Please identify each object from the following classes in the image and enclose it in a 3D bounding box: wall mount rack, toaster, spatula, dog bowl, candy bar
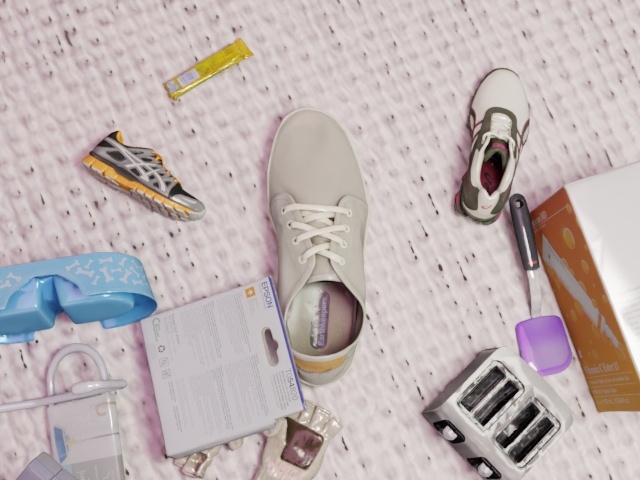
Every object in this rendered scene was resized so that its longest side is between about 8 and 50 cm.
[{"bbox_3d":[-0.414,0.333,1.362,0.304,0.130,0.350,-15,78,19],"label":"wall mount rack"},{"bbox_3d":[0.279,0.266,1.426,0.185,0.110,0.168,-43,85,-10],"label":"toaster"},{"bbox_3d":[0.344,0.069,1.497,0.084,0.030,0.297,-10,91,-6],"label":"spatula"},{"bbox_3d":[-0.398,0.085,1.395,0.297,0.166,0.074,-10,69,-6],"label":"dog bowl"},{"bbox_3d":[-0.189,-0.285,1.548,0.161,0.018,0.040,-33,79,-9],"label":"candy bar"}]

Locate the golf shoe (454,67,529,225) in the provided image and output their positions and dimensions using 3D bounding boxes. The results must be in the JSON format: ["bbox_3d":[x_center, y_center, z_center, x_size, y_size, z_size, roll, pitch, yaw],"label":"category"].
[{"bbox_3d":[0.292,-0.162,1.507,0.105,0.120,0.273,11,77,0],"label":"golf shoe"}]

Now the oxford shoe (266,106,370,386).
[{"bbox_3d":[0.000,0.000,1.451,0.169,0.130,0.450,-1,78,-2],"label":"oxford shoe"}]

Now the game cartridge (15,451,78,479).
[{"bbox_3d":[-0.399,0.482,1.274,0.230,0.068,0.355,43,110,4],"label":"game cartridge"}]

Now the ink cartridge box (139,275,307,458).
[{"bbox_3d":[-0.145,0.190,1.400,0.224,0.045,0.223,-19,67,7],"label":"ink cartridge box"}]

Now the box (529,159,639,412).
[{"bbox_3d":[0.476,0.074,1.422,0.168,0.215,0.345,-17,80,-7],"label":"box"}]

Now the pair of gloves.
[{"bbox_3d":[-0.109,0.300,1.428,0.240,0.042,0.204,34,79,4],"label":"pair of gloves"}]

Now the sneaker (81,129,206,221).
[{"bbox_3d":[-0.272,-0.102,1.476,0.214,0.084,0.083,30,74,3],"label":"sneaker"}]
